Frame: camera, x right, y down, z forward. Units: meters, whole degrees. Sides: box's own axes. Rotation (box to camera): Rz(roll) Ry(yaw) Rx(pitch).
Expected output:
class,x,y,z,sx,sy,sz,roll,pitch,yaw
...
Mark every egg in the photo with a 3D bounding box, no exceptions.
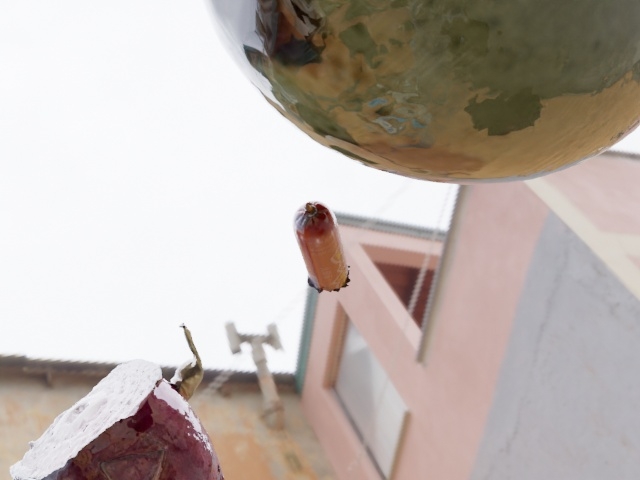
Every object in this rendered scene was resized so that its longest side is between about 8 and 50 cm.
class,x,y,z,sx,sy,sz,roll,pitch,yaw
egg,0.107,-0.214,0.772,0.428,0.345,0.345,19,-66,-27

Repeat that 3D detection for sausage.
class,x,y,z,sx,sy,sz,roll,pitch,yaw
sausage,0.000,0.000,0.934,0.050,0.048,0.145,-51,-23,-17

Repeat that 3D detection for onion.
class,x,y,z,sx,sy,sz,roll,pitch,yaw
onion,-0.221,0.292,1.216,0.272,0.256,0.230,-30,-75,-2
